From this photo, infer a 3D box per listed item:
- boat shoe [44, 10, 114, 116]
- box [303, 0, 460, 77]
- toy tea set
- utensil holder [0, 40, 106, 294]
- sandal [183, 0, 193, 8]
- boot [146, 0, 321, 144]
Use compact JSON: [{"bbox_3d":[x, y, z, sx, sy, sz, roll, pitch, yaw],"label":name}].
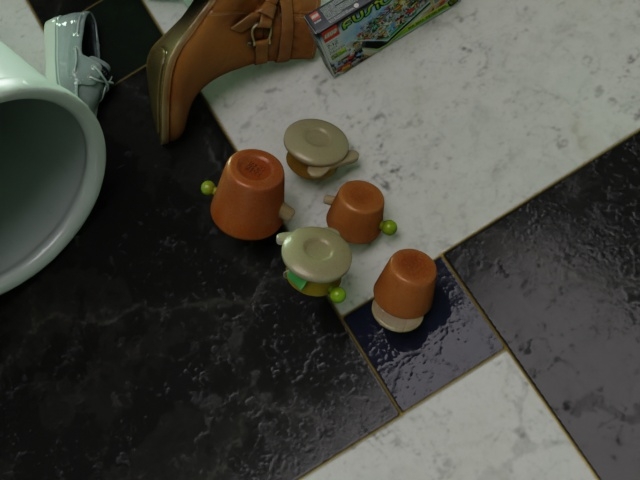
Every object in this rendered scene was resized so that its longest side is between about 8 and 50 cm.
[{"bbox_3d":[-0.339,-0.237,1.723,0.081,0.079,0.227,-20,60,10],"label":"boat shoe"},{"bbox_3d":[0.085,-0.311,1.625,0.207,0.114,0.036,-32,63,0],"label":"box"},{"bbox_3d":[0.000,0.000,1.531,0.200,0.124,0.336,-18,55,-27],"label":"toy tea set"},{"bbox_3d":[-0.528,-0.150,1.603,0.327,0.327,0.385,-47,60,-8],"label":"utensil holder"},{"bbox_3d":[-0.134,-0.510,1.676,0.102,0.169,0.416,2,106,30],"label":"sandal"},{"bbox_3d":[-0.118,-0.261,1.659,0.220,0.283,0.109,2,17,-22],"label":"boot"}]
